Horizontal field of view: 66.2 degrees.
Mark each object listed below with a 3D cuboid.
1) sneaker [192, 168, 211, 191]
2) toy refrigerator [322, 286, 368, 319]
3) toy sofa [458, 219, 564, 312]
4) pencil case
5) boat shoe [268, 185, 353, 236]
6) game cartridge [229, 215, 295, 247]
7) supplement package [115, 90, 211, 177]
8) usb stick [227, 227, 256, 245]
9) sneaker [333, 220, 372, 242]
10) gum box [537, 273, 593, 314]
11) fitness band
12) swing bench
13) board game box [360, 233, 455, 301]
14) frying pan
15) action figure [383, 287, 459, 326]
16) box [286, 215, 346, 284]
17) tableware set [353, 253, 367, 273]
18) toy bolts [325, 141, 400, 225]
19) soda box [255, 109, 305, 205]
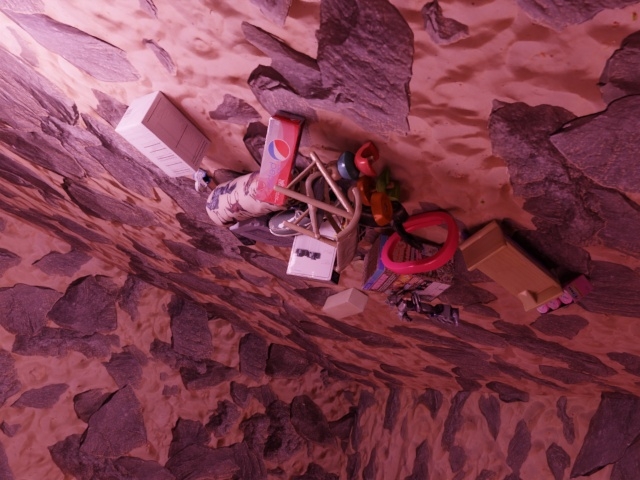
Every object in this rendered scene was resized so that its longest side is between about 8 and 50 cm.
[{"bbox_3d":[-0.444,-0.222,1.864,0.058,0.052,0.135,12,154,5],"label":"sneaker"},{"bbox_3d":[0.126,0.321,2.507,0.102,0.094,0.269,33,150,-14],"label":"toy refrigerator"},{"bbox_3d":[0.642,0.075,1.660,0.363,0.177,0.150,32,126,-26],"label":"toy sofa"},{"bbox_3d":[-0.236,-0.151,1.737,0.184,0.159,0.410,22,157,-39],"label":"pencil case"},{"bbox_3d":[-0.045,-0.106,1.666,0.320,0.116,0.099,-19,158,16],"label":"boat shoe"},{"bbox_3d":[-0.209,-0.035,1.997,0.196,0.060,0.294,-14,155,42],"label":"game cartridge"},{"bbox_3d":[-0.498,-0.333,1.579,0.134,0.139,0.244,-3,146,35],"label":"supplement package"},{"bbox_3d":[-0.370,-0.061,2.136,0.077,0.045,0.278,-3,147,25],"label":"usb stick"},{"bbox_3d":[0.112,-0.053,1.643,0.094,0.208,0.081,35,144,33],"label":"sneaker"},{"bbox_3d":[0.856,0.197,1.751,0.062,0.107,0.188,57,156,12],"label":"gum box"},{"bbox_3d":[0.327,0.010,1.629,0.054,0.209,0.291,35,148,-33],"label":"fitness band"},{"bbox_3d":[0.019,-0.074,1.436,0.255,0.165,0.253,40,163,16],"label":"swing bench"},{"bbox_3d":[0.325,0.111,1.857,0.291,0.141,0.232,12,154,-6],"label":"board game box"},{"bbox_3d":[0.189,-0.063,1.525,0.197,0.326,0.053,-1,117,-2],"label":"frying pan"},{"bbox_3d":[0.377,0.258,1.874,0.285,0.099,0.185,13,160,-3],"label":"action figure"},{"bbox_3d":[0.000,0.000,1.721,0.169,0.289,0.087,6,165,22],"label":"box"},{"bbox_3d":[0.221,0.091,2.056,0.194,0.039,0.128,-19,124,43],"label":"tableware set"},{"bbox_3d":[0.114,-0.155,1.462,0.159,0.218,0.228,-12,133,30],"label":"toy bolts"},{"bbox_3d":[-0.120,-0.238,1.442,0.092,0.083,0.263,16,121,2],"label":"soda box"}]
